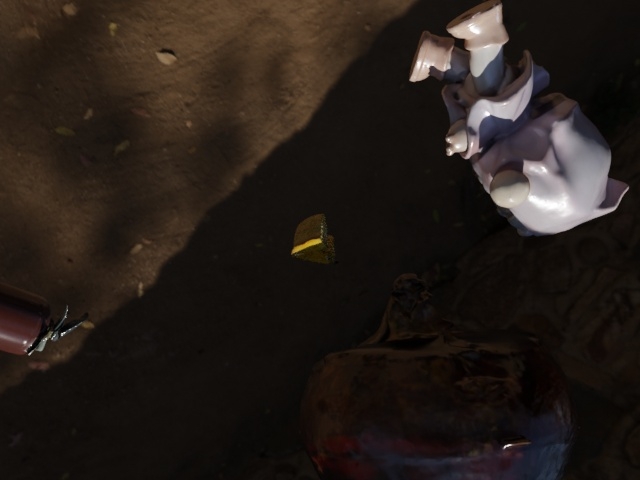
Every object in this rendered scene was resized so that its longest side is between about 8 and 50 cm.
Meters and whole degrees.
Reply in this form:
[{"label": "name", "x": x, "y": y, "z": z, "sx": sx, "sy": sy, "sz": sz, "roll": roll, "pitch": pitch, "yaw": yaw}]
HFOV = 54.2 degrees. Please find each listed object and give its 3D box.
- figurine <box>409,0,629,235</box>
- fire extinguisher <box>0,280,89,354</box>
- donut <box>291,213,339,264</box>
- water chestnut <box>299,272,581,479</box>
[{"label": "figurine", "x": 0.206, "y": -0.116, "z": 0.655, "sx": 0.133, "sy": 0.200, "sz": 0.276, "roll": -30, "pitch": 113, "yaw": 28}, {"label": "fire extinguisher", "x": -0.470, "y": 0.097, "z": 0.884, "sx": 0.105, "sy": 0.105, "sz": 0.269, "roll": -51, "pitch": 135, "yaw": 5}, {"label": "donut", "x": 0.000, "y": 0.000, "z": 0.723, "sx": 0.083, "sy": 0.038, "sz": 0.067, "roll": 15, "pitch": 149, "yaw": -43}, {"label": "water chestnut", "x": 0.137, "y": 0.190, "z": 0.766, "sx": 0.350, "sy": 0.350, "sz": 0.302, "roll": 1, "pitch": 77, "yaw": -34}]
